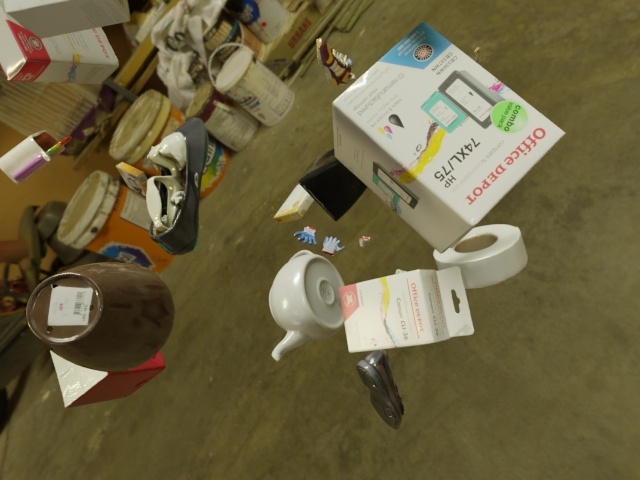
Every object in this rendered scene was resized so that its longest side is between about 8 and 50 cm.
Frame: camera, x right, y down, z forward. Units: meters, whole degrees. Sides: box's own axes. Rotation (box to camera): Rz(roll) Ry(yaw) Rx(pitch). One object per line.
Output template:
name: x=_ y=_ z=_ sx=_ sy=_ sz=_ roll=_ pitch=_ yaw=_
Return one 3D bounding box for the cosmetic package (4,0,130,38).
cosmetic package: x=-0.582 y=-0.553 z=0.975 sx=0.231 sy=0.117 sz=0.085 roll=-9 pitch=88 yaw=-1

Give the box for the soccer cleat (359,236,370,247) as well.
soccer cleat: x=0.144 y=0.006 z=1.371 sx=0.083 sy=0.029 sz=0.035 roll=171 pitch=104 yaw=-81

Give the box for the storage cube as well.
storage cube: x=-0.599 y=0.335 z=1.190 sx=0.215 sy=0.193 sz=0.183 roll=-36 pitch=67 yaw=15

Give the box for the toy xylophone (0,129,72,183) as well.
toy xylophone: x=-0.890 y=-0.241 z=1.270 sx=0.236 sy=0.081 sz=0.322 roll=-36 pitch=29 yaw=0

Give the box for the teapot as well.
teapot: x=-0.055 y=0.165 z=1.184 sx=0.187 sy=0.256 sz=0.252 roll=-23 pitch=90 yaw=32

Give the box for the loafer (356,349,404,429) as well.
loafer: x=0.198 y=0.441 z=1.242 sx=0.095 sy=0.302 sz=0.109 roll=-39 pitch=34 yaw=-24

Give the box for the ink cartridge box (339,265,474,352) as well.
ink cartridge box: x=0.134 y=0.113 z=0.686 sx=0.198 sy=0.067 sz=0.115 roll=-19 pitch=74 yaw=36

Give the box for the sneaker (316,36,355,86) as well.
sneaker: x=0.046 y=-0.508 z=1.188 sx=0.084 sy=0.185 sz=0.069 roll=-5 pitch=77 yaw=16

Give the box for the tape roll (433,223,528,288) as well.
tape roll: x=0.532 y=0.049 z=1.409 sx=0.287 sy=0.100 sz=0.286 roll=-21 pitch=14 yaw=6

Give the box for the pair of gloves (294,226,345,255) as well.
pair of gloves: x=0.000 y=0.000 z=1.620 sx=0.159 sy=0.199 sz=0.023 roll=-65 pitch=-5 yaw=-66

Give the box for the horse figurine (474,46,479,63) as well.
horse figurine: x=0.322 y=-0.382 z=1.099 sx=0.264 sy=0.174 sz=0.066 roll=-15 pitch=42 yaw=10

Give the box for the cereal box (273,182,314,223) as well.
cereal box: x=-0.081 y=-0.179 z=1.776 sx=0.173 sy=0.047 sz=0.240 roll=-10 pitch=40 yaw=53

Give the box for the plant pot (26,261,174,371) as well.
plant pot: x=-0.389 y=0.125 z=0.732 sx=0.230 sy=0.216 sz=0.215 roll=117 pitch=173 yaw=-75

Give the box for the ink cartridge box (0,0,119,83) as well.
ink cartridge box: x=-0.823 y=-0.612 z=1.289 sx=0.131 sy=0.306 sz=0.225 roll=-22 pitch=95 yaw=29

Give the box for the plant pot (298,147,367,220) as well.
plant pot: x=0.071 y=-0.214 z=1.406 sx=0.167 sy=0.188 sz=0.187 roll=-34 pitch=18 yaw=38

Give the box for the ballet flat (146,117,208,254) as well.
ballet flat: x=-0.189 y=-0.082 z=0.547 sx=0.074 sy=0.074 sz=0.202 roll=-15 pitch=68 yaw=39

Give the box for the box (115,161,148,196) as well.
box: x=-0.544 y=-0.179 z=1.232 sx=0.136 sy=0.081 sz=0.028 roll=22 pitch=54 yaw=33

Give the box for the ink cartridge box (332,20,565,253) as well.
ink cartridge box: x=0.184 y=-0.151 z=0.684 sx=0.198 sy=0.197 sz=0.270 roll=-44 pitch=78 yaw=-7

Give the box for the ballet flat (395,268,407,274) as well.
ballet flat: x=0.354 y=0.165 z=1.806 sx=0.053 sy=0.168 sz=0.057 roll=27 pitch=72 yaw=28
